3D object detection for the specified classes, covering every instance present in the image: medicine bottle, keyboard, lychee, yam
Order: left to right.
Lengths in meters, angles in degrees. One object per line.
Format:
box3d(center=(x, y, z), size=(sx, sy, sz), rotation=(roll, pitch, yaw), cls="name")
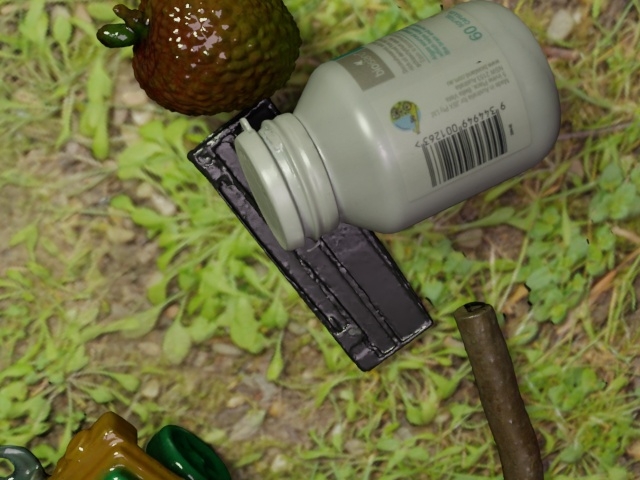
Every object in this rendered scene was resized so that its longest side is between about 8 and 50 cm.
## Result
box3d(center=(-0.082, -0.142, 0.625), size=(0.146, 0.114, 0.114), rotation=(5, 106, -32), cls="lychee")
box3d(center=(0.000, 0.000, 0.733), size=(0.087, 0.017, 0.250), rotation=(-38, 109, 2), cls="keyboard")
box3d(center=(0.052, -0.078, 0.652), size=(0.215, 0.135, 0.135), rotation=(-25, 110, -9), cls="medicine bottle")
box3d(center=(0.181, 0.204, 0.820), size=(0.045, 0.045, 0.327), rotation=(-11, 110, 24), cls="yam")

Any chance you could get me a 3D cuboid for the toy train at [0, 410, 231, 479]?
box3d(center=(-0.087, 0.304, 0.680), size=(0.429, 0.249, 0.178), rotation=(43, 93, -19), cls="toy train")
